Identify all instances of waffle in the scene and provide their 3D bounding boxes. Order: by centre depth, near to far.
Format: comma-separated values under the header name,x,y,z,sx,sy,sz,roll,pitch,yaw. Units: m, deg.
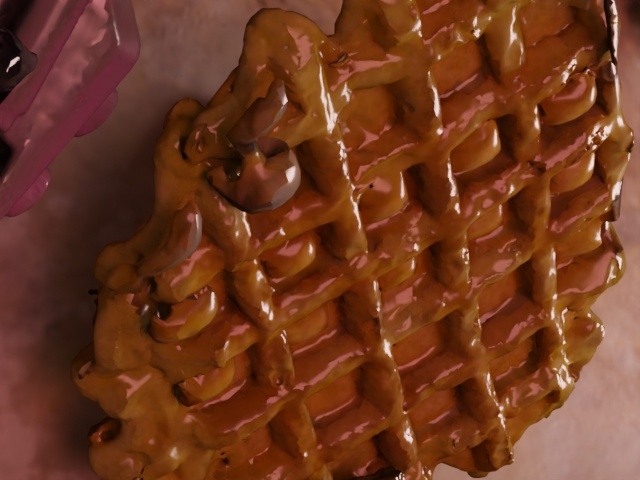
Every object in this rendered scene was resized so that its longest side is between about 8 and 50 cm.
name,x,y,z,sx,sy,sz,roll,pitch,yaw
waffle,0.029,0.008,0.700,0.262,0.060,0.281,12,116,-44

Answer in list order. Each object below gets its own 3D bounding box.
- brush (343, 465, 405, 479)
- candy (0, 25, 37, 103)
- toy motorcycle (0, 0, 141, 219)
name,x,y,z,sx,sy,sz,roll,pitch,yaw
brush,0.005,0.260,0.750,0.085,0.020,0.337,-9,108,-27
candy,-0.154,0.026,0.592,0.094,0.051,0.226,10,115,-22
toy motorcycle,-0.045,-0.142,0.650,0.188,0.143,0.327,44,75,-29
